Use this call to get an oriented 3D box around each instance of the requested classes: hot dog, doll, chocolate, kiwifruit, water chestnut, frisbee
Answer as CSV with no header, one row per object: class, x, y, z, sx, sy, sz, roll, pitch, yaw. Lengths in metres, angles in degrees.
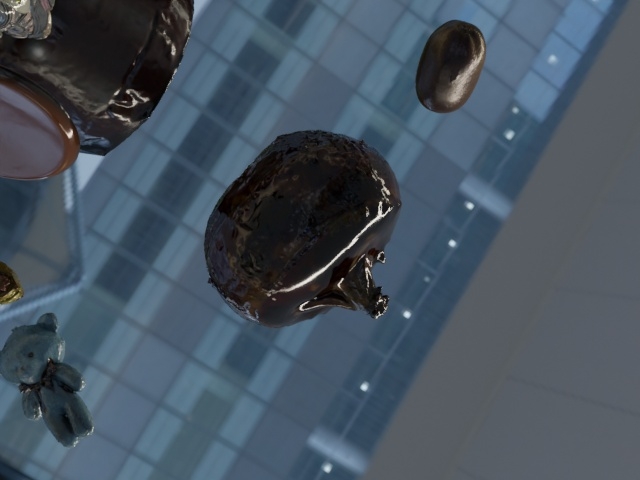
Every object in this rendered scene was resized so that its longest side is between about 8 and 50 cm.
hot dog,-0.542,0.057,1.862,0.169,0.061,0.078,8,-108,27
doll,-0.368,0.189,1.569,0.120,0.075,0.180,-36,-115,11
chocolate,-0.436,-0.362,1.950,0.383,0.331,0.384,-30,-132,40
kiwifruit,0.152,-0.203,1.394,0.124,0.075,0.075,101,3,-45
water chestnut,0.000,0.000,1.859,0.350,0.302,0.350,-35,159,-15
frisbee,-0.459,-0.164,1.663,0.251,0.251,0.021,-34,-147,49

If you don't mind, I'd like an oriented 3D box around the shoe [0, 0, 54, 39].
shoe,-0.387,-0.291,1.461,0.092,0.089,0.180,-25,177,-25
